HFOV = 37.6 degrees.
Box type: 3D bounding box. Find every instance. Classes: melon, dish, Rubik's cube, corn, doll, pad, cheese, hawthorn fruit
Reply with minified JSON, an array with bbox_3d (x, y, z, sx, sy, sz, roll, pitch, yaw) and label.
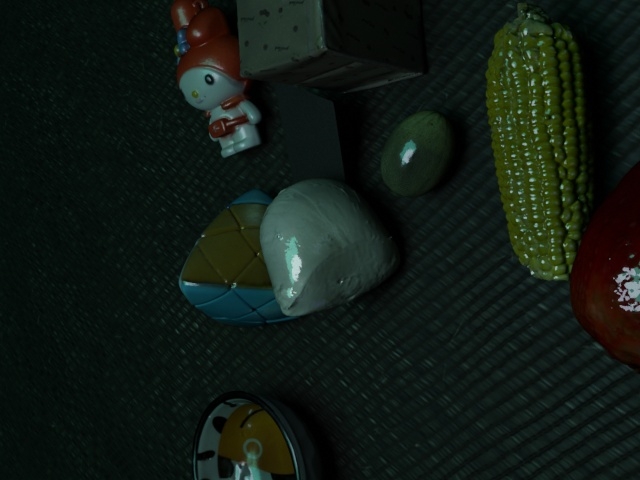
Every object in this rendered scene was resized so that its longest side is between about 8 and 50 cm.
[{"bbox_3d":[0.139,-0.122,1.324,0.098,0.098,0.131,49,119,33],"label":"melon"},{"bbox_3d":[-0.085,0.382,1.543,0.303,0.120,0.303,1,92,45],"label":"dish"},{"bbox_3d":[-0.141,0.078,1.530,0.254,0.254,0.255,1,92,45],"label":"Rubik's cube"},{"bbox_3d":[0.276,-0.122,1.167,0.130,0.130,0.347,-4,92,45],"label":"corn"},{"bbox_3d":[-0.179,-0.291,1.618,0.161,0.129,0.291,-16,94,50],"label":"doll"},{"bbox_3d":[-0.012,-0.142,1.468,0.143,0.003,0.212,29,140,41],"label":"pad"},{"bbox_3d":[0.000,0.000,1.395,0.189,0.198,0.154,58,158,30],"label":"cheese"},{"bbox_3d":[0.409,0.016,0.958,0.265,0.265,0.307,40,96,37],"label":"hawthorn fruit"}]

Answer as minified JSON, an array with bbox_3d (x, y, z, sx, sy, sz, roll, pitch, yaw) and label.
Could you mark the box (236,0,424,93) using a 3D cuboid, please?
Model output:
[{"bbox_3d":[0.012,-0.383,1.356,0.190,0.225,0.297,-4,87,45],"label":"box"}]
